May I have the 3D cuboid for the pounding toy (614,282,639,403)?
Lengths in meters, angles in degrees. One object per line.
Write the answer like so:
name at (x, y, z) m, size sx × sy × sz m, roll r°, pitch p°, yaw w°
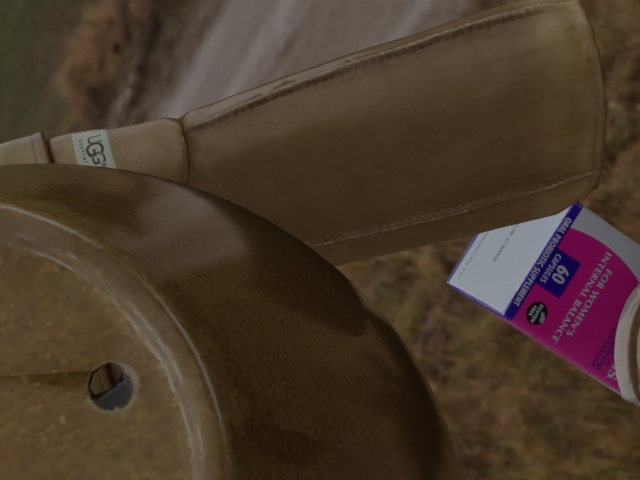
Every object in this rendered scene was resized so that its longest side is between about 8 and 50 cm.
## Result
pounding toy at (0.333, 0.078, 1.297) m, size 0.155 × 0.269 × 0.154 m, roll -1°, pitch 53°, yaw 48°

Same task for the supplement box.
supplement box at (0.236, 0.054, 1.433) m, size 0.111 × 0.220 × 0.114 m, roll -58°, pitch 25°, yaw 0°

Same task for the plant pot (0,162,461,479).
plant pot at (-0.073, 0.072, 0.450) m, size 0.254 × 0.237 × 0.237 m, roll 84°, pitch -166°, yaw -77°

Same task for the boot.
boot at (0.000, 0.000, 0.833) m, size 0.236 × 0.270 × 0.089 m, roll 82°, pitch 172°, yaw -59°
